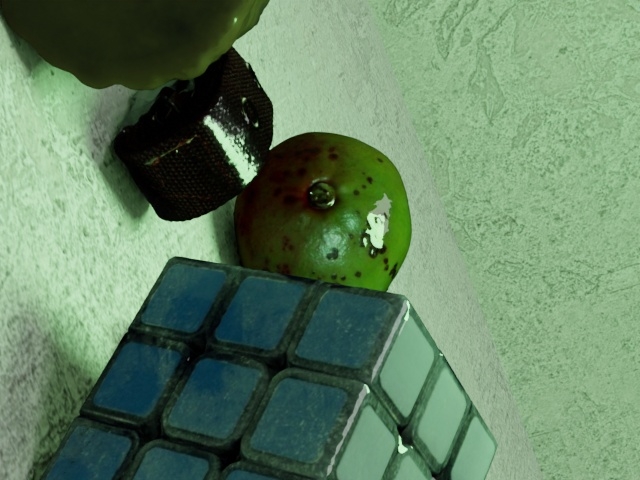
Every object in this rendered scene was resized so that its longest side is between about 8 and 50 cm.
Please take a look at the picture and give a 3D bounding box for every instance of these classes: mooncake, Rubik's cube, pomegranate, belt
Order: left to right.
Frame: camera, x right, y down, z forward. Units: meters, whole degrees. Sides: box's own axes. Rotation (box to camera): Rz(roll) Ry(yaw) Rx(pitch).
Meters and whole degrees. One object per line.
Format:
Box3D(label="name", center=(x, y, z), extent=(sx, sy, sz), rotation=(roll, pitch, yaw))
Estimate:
Box3D(label="mooncake", center=(-0.209, -0.338, 1.530), extent=(0.187, 0.324, 0.324), rotation=(-53, 123, -72))
Box3D(label="belt", center=(-0.153, -0.139, 1.721), extent=(0.164, 0.184, 0.289), rotation=(54, 23, -27))
Box3D(label="Rubik's cube", center=(-0.041, 0.232, 1.316), extent=(0.305, 0.301, 0.304), rotation=(-63, 142, -24))
Box3D(label="pomegranate", center=(0.016, 0.007, 1.988), extent=(0.323, 0.290, 0.291), rotation=(68, 14, -46))
